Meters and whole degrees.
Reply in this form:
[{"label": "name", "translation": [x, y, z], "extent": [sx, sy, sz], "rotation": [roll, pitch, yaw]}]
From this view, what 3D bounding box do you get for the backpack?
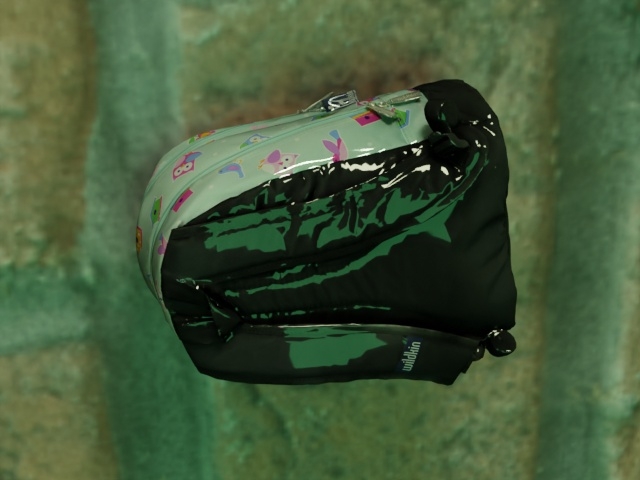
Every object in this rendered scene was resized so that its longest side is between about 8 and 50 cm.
[{"label": "backpack", "translation": [0.000, 0.000, 1.006], "extent": [0.182, 0.115, 0.152], "rotation": [-13, 113, -9]}]
